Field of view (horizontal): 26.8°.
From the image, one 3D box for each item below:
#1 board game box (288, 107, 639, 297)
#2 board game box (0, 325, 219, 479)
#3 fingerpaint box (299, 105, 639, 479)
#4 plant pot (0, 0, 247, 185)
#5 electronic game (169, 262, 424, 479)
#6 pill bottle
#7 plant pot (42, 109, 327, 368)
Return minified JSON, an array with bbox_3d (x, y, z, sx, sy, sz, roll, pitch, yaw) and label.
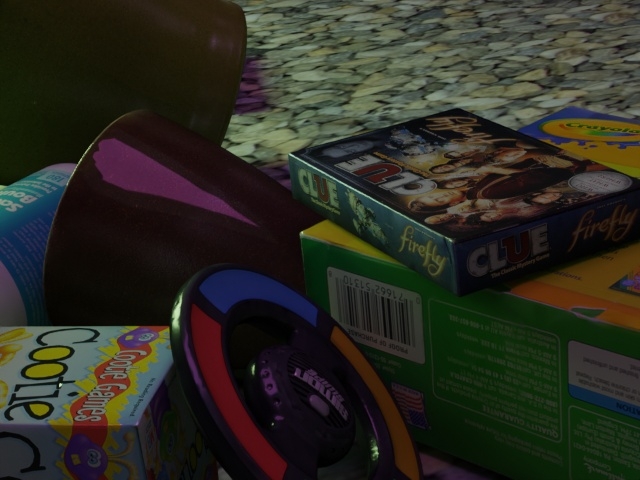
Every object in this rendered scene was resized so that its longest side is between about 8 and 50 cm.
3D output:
[{"bbox_3d":[0.103,-0.037,1.003,0.165,0.042,0.243,-17,25,-24],"label":"board game box"},{"bbox_3d":[-0.224,0.149,0.914,0.275,0.142,0.144,-1,22,11],"label":"board game box"},{"bbox_3d":[0.273,0.050,1.024,0.445,0.163,0.371,16,31,41],"label":"fingerpaint box"},{"bbox_3d":[-0.283,-0.207,1.526,0.353,0.366,0.366,15,16,-18],"label":"plant pot"},{"bbox_3d":[-0.012,0.110,0.909,0.048,0.229,0.229,-40,10,23],"label":"electronic game"},{"bbox_3d":[-0.288,0.036,1.205,0.146,0.146,0.264,7,24,27],"label":"pill bottle"},{"bbox_3d":[-0.081,0.022,1.155,0.230,0.215,0.215,19,29,18],"label":"plant pot"}]
